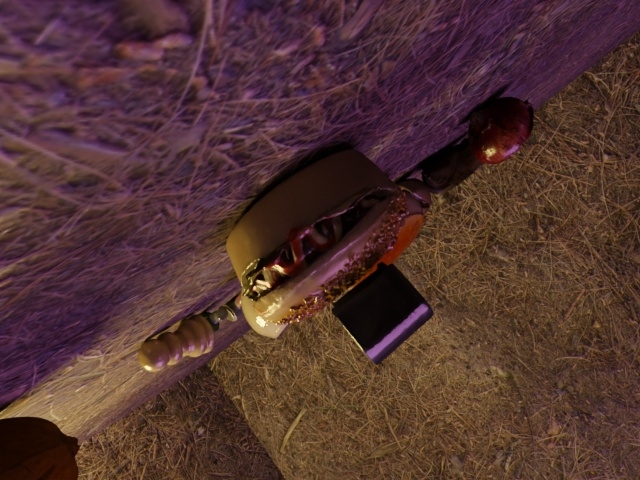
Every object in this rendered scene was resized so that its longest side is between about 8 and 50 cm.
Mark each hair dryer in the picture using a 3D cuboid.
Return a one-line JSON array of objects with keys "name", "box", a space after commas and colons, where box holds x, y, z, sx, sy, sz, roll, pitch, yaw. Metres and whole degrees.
[{"name": "hair dryer", "box": [-0.207, 0.158, 1.507, 0.106, 0.054, 0.154, -38, 172, -34]}]

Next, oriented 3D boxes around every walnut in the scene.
[{"name": "walnut", "box": [-0.490, 0.374, 0.813, 0.209, 0.209, 0.336, -38, 173, 19]}]

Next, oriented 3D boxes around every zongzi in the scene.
[{"name": "zongzi", "box": [0.400, -0.239, 1.633, 0.221, 0.112, 0.242, -40, 166, 8]}]

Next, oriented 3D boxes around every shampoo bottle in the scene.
[{"name": "shampoo bottle", "box": [-0.313, 0.234, 1.386, 0.204, 0.065, 0.065, -38, 174, 18]}]

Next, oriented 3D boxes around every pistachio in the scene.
[{"name": "pistachio", "box": [0.262, -0.125, 1.630, 0.135, 0.136, 0.226, -37, 176, 11]}]

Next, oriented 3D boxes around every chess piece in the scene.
[{"name": "chess piece", "box": [-0.331, 0.235, 1.232, 0.170, 0.094, 0.094, -18, 162, -48]}]

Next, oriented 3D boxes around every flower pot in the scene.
[{"name": "flower pot", "box": [0.086, 0.101, 0.801, 0.108, 0.103, 0.229, -40, 176, -1]}]

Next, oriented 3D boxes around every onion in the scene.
[{"name": "onion", "box": [0.437, -0.287, 1.367, 0.184, 0.147, 0.184, -37, -142, 35]}]

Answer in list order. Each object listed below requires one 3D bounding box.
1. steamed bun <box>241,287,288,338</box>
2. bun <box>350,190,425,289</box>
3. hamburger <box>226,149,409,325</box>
[{"name": "steamed bun", "box": [-0.084, 0.091, 1.193, 0.232, 0.145, 0.232, -50, 175, -6]}, {"name": "bun", "box": [0.111, -0.019, 1.380, 0.298, 0.165, 0.299, -37, 158, -18]}, {"name": "hamburger", "box": [0.000, 0.000, 0.828, 0.302, 0.170, 0.302, -36, 174, -4]}]
